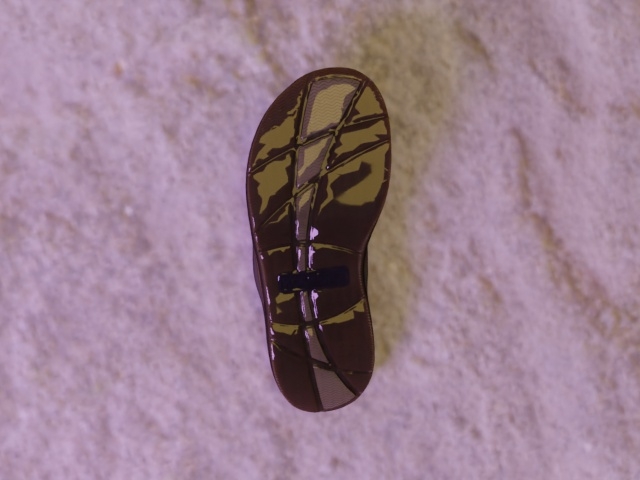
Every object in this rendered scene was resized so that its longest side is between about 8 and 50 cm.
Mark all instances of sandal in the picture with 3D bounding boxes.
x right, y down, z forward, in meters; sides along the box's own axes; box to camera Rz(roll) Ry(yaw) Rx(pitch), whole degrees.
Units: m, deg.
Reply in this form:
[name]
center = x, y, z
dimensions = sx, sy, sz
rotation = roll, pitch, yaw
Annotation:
[sandal]
center = 0.000, 0.000, 0.668
dimensions = 0.090, 0.060, 0.219
rotation = -5, 107, -4
